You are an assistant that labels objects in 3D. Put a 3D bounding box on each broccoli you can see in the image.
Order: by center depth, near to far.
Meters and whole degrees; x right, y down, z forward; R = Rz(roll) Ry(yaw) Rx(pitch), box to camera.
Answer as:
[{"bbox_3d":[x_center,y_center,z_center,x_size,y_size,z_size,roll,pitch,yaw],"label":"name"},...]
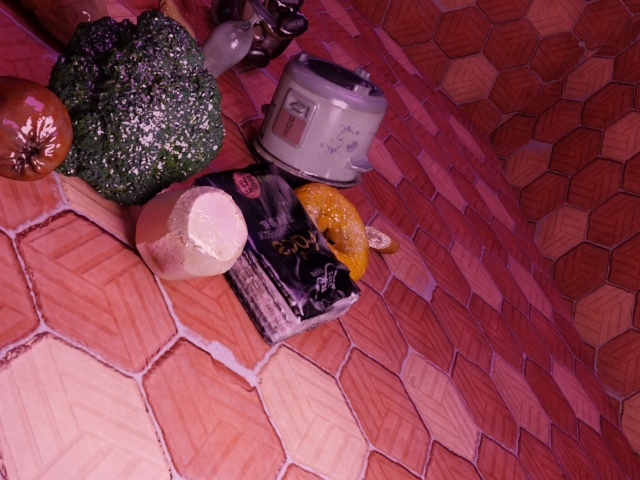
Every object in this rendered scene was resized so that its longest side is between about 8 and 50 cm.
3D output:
[{"bbox_3d":[-0.296,-0.206,1.322,0.308,0.307,0.275,42,-13,-23],"label":"broccoli"}]

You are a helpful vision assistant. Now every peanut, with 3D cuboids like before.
[{"bbox_3d":[-0.485,-0.456,1.473,0.290,0.130,0.130,42,24,-17],"label":"peanut"}]

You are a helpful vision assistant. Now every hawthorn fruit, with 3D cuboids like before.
[{"bbox_3d":[-0.426,-0.171,1.142,0.189,0.149,0.149,54,23,11],"label":"hawthorn fruit"}]

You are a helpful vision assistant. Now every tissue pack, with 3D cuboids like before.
[{"bbox_3d":[-0.081,0.012,1.525,0.245,0.123,0.332,-18,72,-54],"label":"tissue pack"}]

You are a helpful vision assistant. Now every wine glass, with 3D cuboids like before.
[{"bbox_3d":[-0.202,-0.454,1.903,0.093,0.202,0.093,41,22,-21],"label":"wine glass"}]

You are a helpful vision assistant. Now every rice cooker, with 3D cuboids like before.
[{"bbox_3d":[-0.005,-0.249,1.870,0.316,0.317,0.264,55,30,7],"label":"rice cooker"}]

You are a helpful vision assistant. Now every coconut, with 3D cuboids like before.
[{"bbox_3d":[-0.207,-0.012,1.311,0.147,0.153,0.147,7,80,-45],"label":"coconut"}]

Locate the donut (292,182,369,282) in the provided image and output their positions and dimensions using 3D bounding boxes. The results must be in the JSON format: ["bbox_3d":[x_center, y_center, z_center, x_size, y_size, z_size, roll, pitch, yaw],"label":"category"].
[{"bbox_3d":[0.001,-0.002,1.745,0.253,0.118,0.253,28,49,-38],"label":"donut"}]

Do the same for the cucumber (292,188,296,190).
[{"bbox_3d":[-0.005,-0.046,1.882,0.220,0.046,0.070,43,16,-19],"label":"cucumber"}]

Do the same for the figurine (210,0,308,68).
[{"bbox_3d":[-0.147,-0.541,2.068,0.365,0.206,0.218,-118,-178,-72],"label":"figurine"}]

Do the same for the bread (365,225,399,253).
[{"bbox_3d":[0.148,0.002,2.081,0.103,0.049,0.062,25,7,-44],"label":"bread"}]

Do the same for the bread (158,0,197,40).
[{"bbox_3d":[-0.331,-0.518,1.928,0.119,0.067,0.192,47,23,-33],"label":"bread"}]
